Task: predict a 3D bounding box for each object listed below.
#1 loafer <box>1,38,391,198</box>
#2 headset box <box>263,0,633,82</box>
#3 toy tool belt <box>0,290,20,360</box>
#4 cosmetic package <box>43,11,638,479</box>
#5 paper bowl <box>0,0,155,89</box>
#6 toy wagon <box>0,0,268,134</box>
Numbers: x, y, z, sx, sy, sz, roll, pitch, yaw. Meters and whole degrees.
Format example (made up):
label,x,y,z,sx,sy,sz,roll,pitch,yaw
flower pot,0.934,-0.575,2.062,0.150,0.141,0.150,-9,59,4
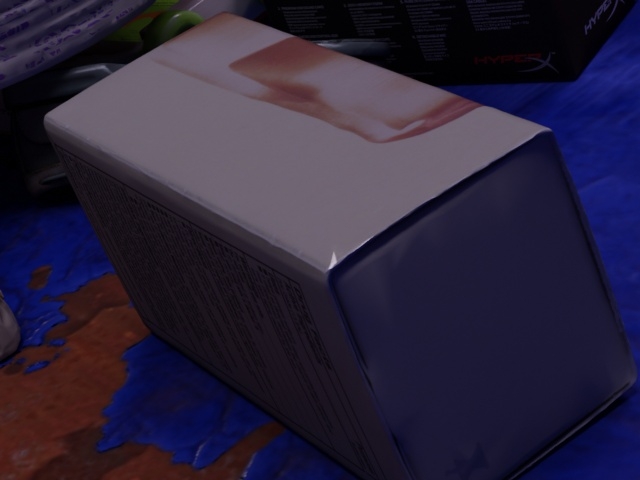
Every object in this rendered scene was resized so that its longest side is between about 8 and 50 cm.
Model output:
label,x,y,z,sx,sy,sz,roll,pitch,yaw
loafer,-0.078,-0.078,1.221,0.267,0.084,0.096,-4,2,23
headset box,0.047,-0.247,1.179,0.218,0.293,0.110,1,36,36
toy tool belt,-0.218,0.052,1.097,0.083,0.051,0.052,-30,29,-14
cosmetic package,0.000,0.000,0.936,0.129,0.153,0.296,-33,32,-18
paper bowl,-0.246,-0.205,1.299,0.284,0.148,0.284,-17,23,8
toy wagon,-0.126,-0.191,1.438,0.267,0.068,0.344,8,39,42
